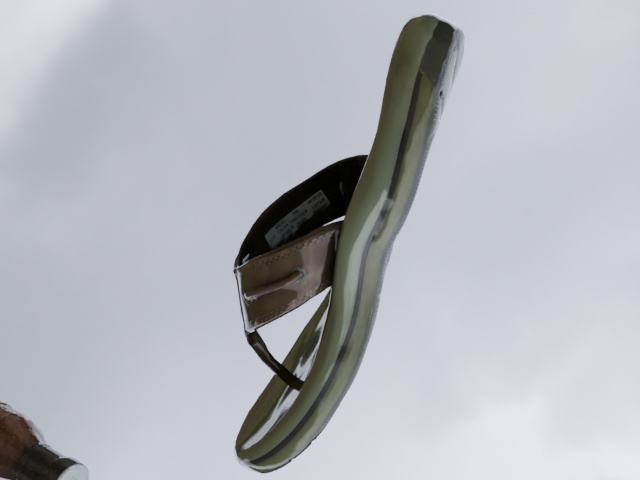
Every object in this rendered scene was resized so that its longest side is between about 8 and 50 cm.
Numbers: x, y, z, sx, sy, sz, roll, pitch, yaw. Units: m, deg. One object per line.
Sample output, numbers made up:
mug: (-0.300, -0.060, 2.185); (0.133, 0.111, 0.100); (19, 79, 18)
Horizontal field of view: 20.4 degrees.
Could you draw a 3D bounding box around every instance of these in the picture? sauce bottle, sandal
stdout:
sauce bottle: (-0.172, 0.100, 0.903); (0.128, 0.042, 0.042); (26, -105, 34)
sandal: (0.001, -0.002, 1.016); (0.120, 0.086, 0.303); (-74, -177, -61)
